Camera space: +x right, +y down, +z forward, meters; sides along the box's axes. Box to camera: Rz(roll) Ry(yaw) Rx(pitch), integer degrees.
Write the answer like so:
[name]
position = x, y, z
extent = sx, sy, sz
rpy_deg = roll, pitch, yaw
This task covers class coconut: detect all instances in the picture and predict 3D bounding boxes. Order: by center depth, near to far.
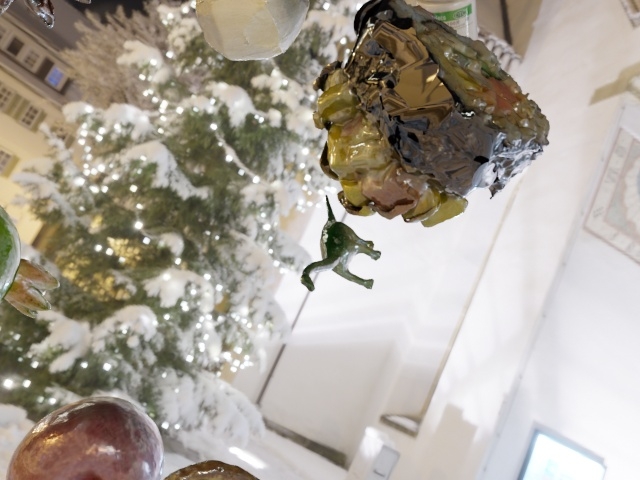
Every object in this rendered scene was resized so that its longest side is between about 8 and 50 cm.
[coconut]
position = -0.152, -0.549, 1.484
extent = 0.247, 0.245, 0.245
rpy_deg = -3, -22, 16

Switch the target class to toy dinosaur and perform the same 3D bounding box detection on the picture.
[toy dinosaur]
position = 0.000, 0.000, 1.383
extent = 0.301, 0.087, 0.447
rpy_deg = 20, 26, -36

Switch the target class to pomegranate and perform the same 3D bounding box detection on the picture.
[pomegranate]
position = -0.564, 0.040, 1.019
extent = 0.236, 0.236, 0.302
rpy_deg = 13, -12, 43

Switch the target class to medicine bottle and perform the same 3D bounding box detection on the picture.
[medicine bottle]
position = 0.289, -0.534, 1.441
extent = 0.139, 0.139, 0.237
rpy_deg = 17, -42, 34

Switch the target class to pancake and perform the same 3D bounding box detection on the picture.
[pancake]
position = -0.159, 0.389, 0.834
extent = 0.184, 0.190, 0.020
rpy_deg = 16, -9, -19

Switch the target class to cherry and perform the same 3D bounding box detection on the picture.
[cherry]
position = -0.372, 0.359, 1.007
extent = 0.236, 0.213, 0.285
rpy_deg = 2, 9, -12

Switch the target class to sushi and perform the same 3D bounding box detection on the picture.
[sushi]
position = 0.169, -0.186, 1.041
extent = 0.328, 0.285, 0.328
rpy_deg = -5, 55, -45

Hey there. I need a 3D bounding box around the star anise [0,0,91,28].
[star anise]
position = -0.565, -0.523, 1.174
extent = 0.288, 0.088, 0.288
rpy_deg = -5, -28, -2
